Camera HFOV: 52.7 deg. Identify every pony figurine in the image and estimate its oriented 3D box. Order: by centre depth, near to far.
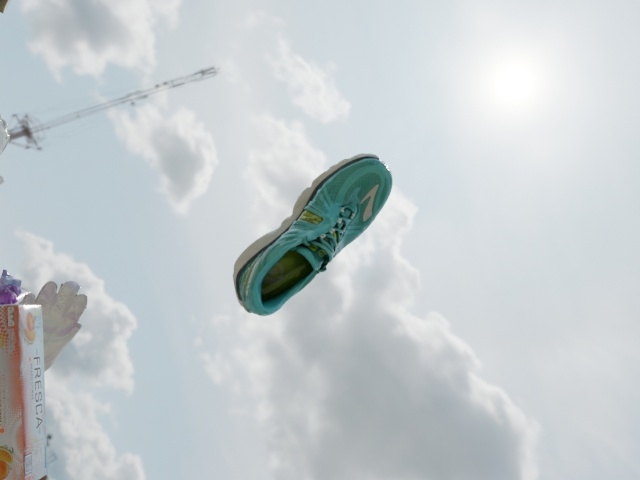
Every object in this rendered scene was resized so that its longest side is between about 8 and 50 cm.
[{"bbox_3d":[-0.593,0.164,1.088,0.303,0.351,0.363,28,-1,-17],"label":"pony figurine"}]

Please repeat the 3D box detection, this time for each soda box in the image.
[{"bbox_3d":[-0.324,0.158,0.663,0.058,0.063,0.183,90,-4,-83],"label":"soda box"}]

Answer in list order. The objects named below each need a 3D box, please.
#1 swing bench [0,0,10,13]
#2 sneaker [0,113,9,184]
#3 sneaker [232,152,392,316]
[{"bbox_3d":[-0.526,-0.382,0.801,0.253,0.254,0.165,24,-50,-19],"label":"swing bench"},{"bbox_3d":[-0.658,-0.231,1.214,0.111,0.129,0.297,21,-72,33],"label":"sneaker"},{"bbox_3d":[0.000,0.000,0.868,0.107,0.275,0.110,44,0,-21],"label":"sneaker"}]
